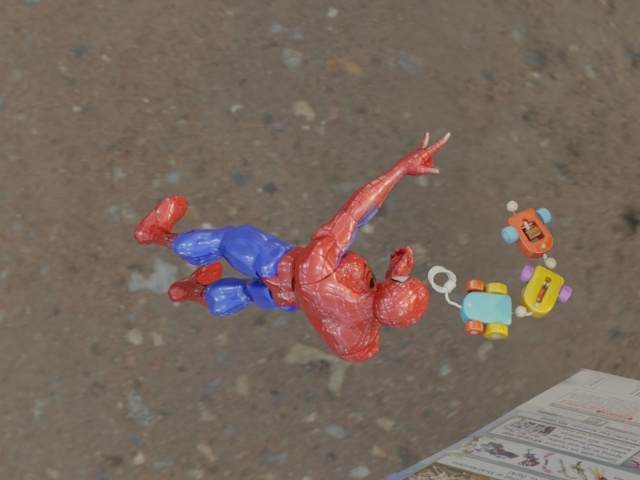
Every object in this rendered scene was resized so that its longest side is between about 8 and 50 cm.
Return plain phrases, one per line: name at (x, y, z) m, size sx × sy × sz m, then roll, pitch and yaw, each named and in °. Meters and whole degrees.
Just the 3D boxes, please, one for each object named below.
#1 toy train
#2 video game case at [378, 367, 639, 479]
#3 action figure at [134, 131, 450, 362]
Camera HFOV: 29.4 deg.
toy train at (0.197, 0.039, 1.318) m, size 0.166 × 0.046 × 0.125 m, roll -31°, pitch 74°, yaw -21°
video game case at (0.202, 0.147, 0.621) m, size 0.269 × 0.244 × 0.061 m, roll 10°, pitch 104°, yaw 36°
action figure at (0.000, 0.000, 0.788) m, size 0.280 × 0.139 × 0.091 m, roll 16°, pitch 140°, yaw 57°
